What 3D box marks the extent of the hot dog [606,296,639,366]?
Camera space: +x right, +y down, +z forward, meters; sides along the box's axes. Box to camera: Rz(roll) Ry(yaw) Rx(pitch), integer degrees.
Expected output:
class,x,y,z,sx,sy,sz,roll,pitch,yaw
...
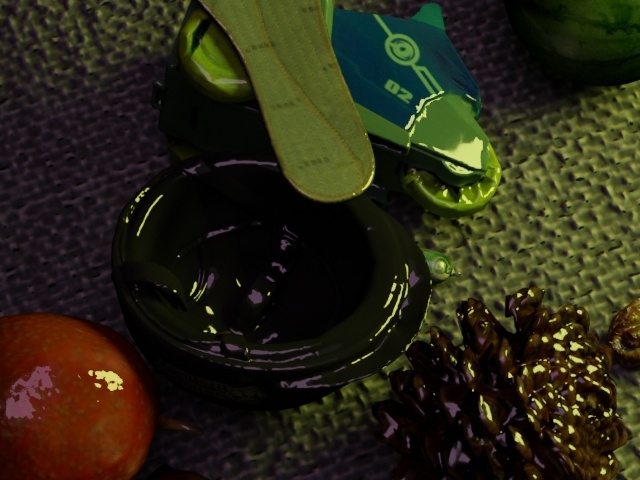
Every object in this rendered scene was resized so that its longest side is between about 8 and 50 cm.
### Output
class,x,y,z,sx,sy,sz,roll,pitch,yaw
hot dog,0.300,0.080,1.693,0.083,0.035,0.058,-26,72,-10

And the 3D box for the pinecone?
class,x,y,z,sx,sy,sz,roll,pitch,yaw
pinecone,0.147,0.148,1.577,0.221,0.221,0.221,0,66,1

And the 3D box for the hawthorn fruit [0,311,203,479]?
class,x,y,z,sx,sy,sz,roll,pitch,yaw
hawthorn fruit,-0.212,0.154,1.588,0.225,0.196,0.196,2,66,-8

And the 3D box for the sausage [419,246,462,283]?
class,x,y,z,sx,sy,sz,roll,pitch,yaw
sausage,0.000,0.000,1.736,0.269,0.033,0.033,14,67,7

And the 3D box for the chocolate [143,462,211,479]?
class,x,y,z,sx,sy,sz,roll,pitch,yaw
chocolate,-0.119,0.267,1.593,0.133,0.127,0.124,41,103,4

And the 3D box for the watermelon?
class,x,y,z,sx,sy,sz,roll,pitch,yaw
watermelon,0.253,-0.242,1.759,0.214,0.188,0.188,14,66,27

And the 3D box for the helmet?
class,x,y,z,sx,sy,sz,roll,pitch,yaw
helmet,-0.049,0.054,1.642,0.279,0.160,0.230,22,56,7

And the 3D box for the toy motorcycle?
class,x,y,z,sx,sy,sz,roll,pitch,yaw
toy motorcycle,0.019,-0.145,1.729,0.326,0.191,0.200,16,65,-2

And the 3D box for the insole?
class,x,y,z,sx,sy,sz,roll,pitch,yaw
insole,-0.043,-0.185,1.624,0.119,0.009,0.348,-15,70,-19
